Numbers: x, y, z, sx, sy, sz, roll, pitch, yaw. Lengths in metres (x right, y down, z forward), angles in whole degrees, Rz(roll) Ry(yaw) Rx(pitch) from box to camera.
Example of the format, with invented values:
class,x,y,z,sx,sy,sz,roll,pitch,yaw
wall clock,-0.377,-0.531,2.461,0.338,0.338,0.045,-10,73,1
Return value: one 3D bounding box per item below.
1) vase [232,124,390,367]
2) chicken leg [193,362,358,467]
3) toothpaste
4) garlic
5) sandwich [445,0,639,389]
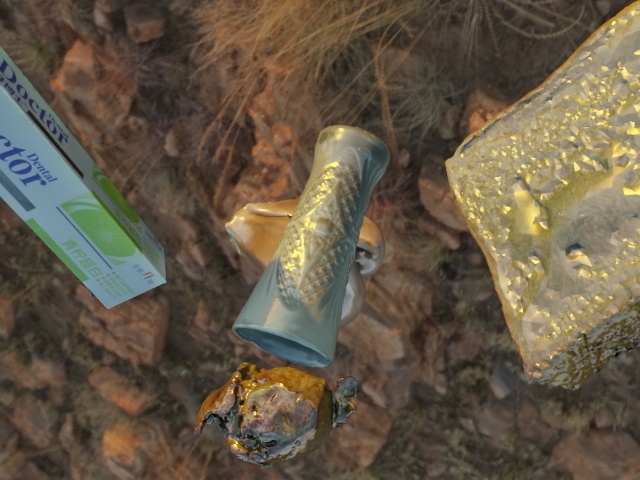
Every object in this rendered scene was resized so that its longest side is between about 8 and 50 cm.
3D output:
class,x,y,z,sx,sy,sz,roll,pitch,yaw
vase,0.000,0.000,0.733,0.096,0.219,0.096,18,161,6
chicken leg,-0.090,0.271,1.172,0.211,0.140,0.361,7,161,-20
toothpaste,-0.275,-0.064,0.775,0.081,0.067,0.337,-25,131,7
garlic,0.012,0.012,1.327,0.246,0.231,0.340,59,160,-12
sandwich,0.271,-0.052,0.701,0.301,0.099,0.271,-41,56,33
